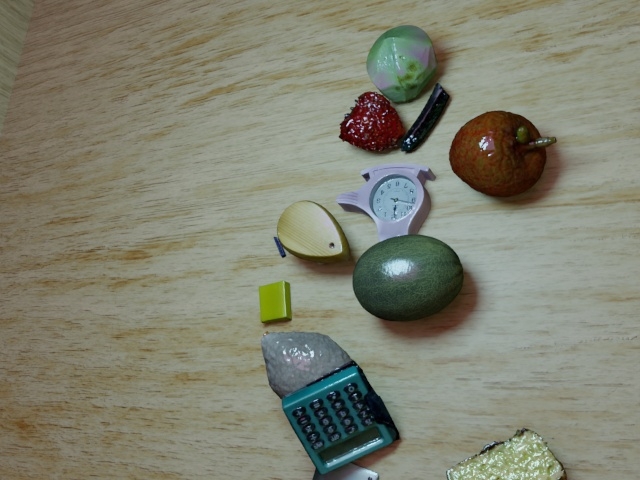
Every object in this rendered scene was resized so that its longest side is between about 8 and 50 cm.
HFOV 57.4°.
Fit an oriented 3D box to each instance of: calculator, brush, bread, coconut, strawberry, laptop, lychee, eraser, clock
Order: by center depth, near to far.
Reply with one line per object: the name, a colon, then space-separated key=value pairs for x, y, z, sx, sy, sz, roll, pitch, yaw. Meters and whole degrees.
bread: x=0.445 y=0.574 z=1.391 sx=0.260 sy=0.147 sz=0.160 roll=-34 pitch=51 yaw=7
calculator: x=0.054 y=0.475 z=1.547 sx=0.248 sy=0.274 sz=0.058 roll=-25 pitch=20 yaw=2
lychee: x=0.493 y=-0.236 z=1.597 sx=0.300 sy=0.255 sz=0.255 roll=5 pitch=71 yaw=64
laptop: x=0.042 y=0.741 z=1.600 sx=0.187 sy=0.015 sz=0.269 roll=11 pitch=77 yaw=29
clock: x=0.186 y=-0.098 z=1.796 sx=0.290 sy=0.080 sz=0.276 roll=3 pitch=73 yaw=28
brush: x=0.000 y=0.000 z=1.802 sx=0.266 sy=0.166 sz=0.174 roll=35 pitch=88 yaw=31
coconut: x=0.257 y=-0.563 z=1.836 sx=0.235 sy=0.236 sz=0.205 roll=-12 pitch=65 yaw=22
strawberry: x=0.170 y=-0.368 z=1.851 sx=0.201 sy=0.187 sz=0.184 roll=27 pitch=120 yaw=16
eraser: x=-0.145 y=0.199 z=1.872 sx=0.097 sy=0.045 sz=0.123 roll=-15 pitch=67 yaw=21

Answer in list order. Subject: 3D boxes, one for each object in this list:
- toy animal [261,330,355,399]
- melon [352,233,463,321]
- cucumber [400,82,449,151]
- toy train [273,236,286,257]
toy animal: x=-0.018 y=0.377 z=1.647 sx=0.226 sy=0.188 sz=0.358 roll=-44 pitch=91 yaw=7
melon: x=0.240 y=0.103 z=1.603 sx=0.301 sy=0.237 sz=0.238 roll=-13 pitch=67 yaw=22
cucumber: x=0.331 y=-0.377 z=1.838 sx=0.067 sy=0.067 sz=0.245 roll=28 pitch=88 yaw=31
toy train: x=-0.136 y=0.018 z=1.949 sx=0.017 sy=0.017 sz=0.083 roll=-30 pitch=62 yaw=11
